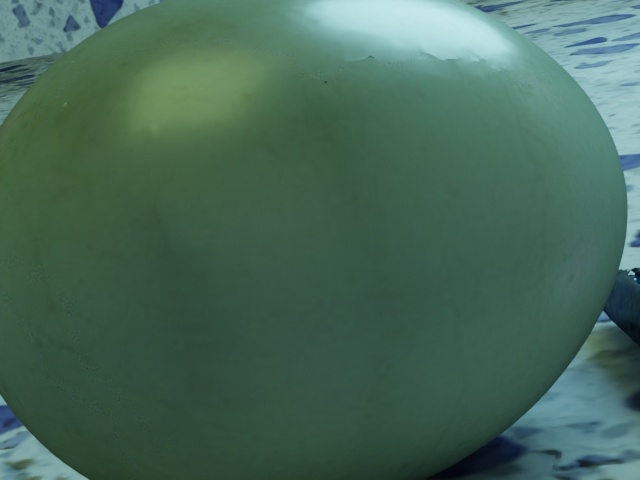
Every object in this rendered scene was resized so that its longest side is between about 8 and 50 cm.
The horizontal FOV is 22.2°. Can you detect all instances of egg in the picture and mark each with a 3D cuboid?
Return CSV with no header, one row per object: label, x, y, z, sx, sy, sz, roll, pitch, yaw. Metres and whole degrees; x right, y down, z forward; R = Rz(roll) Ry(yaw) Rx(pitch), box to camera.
egg,0.000,0.000,0.469,0.209,0.151,0.151,-9,9,-34

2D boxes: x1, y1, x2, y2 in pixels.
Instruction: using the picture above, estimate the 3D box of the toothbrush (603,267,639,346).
toothbrush,0.127,0.051,0.394,0.035,0.042,0.413,25,7,-10
